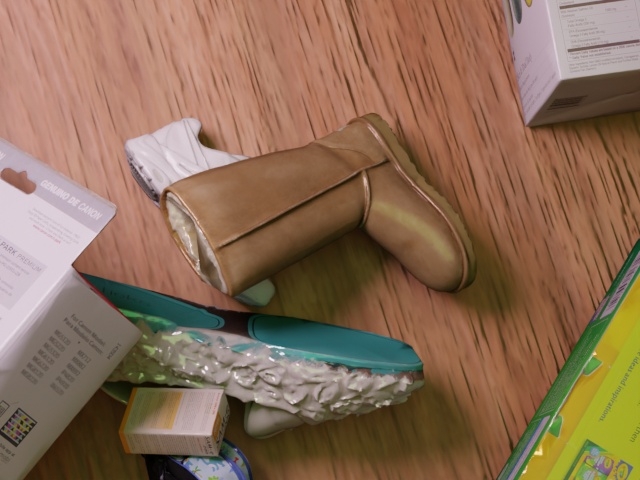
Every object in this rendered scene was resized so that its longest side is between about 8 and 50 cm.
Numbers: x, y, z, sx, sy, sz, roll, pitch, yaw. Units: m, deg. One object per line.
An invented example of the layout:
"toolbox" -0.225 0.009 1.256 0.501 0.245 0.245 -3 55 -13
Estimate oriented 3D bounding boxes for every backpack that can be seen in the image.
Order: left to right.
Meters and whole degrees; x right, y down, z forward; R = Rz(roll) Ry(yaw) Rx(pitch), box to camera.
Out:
"backpack" -0.116 0.252 1.714 0.084 0.105 0.114 -28 38 -32

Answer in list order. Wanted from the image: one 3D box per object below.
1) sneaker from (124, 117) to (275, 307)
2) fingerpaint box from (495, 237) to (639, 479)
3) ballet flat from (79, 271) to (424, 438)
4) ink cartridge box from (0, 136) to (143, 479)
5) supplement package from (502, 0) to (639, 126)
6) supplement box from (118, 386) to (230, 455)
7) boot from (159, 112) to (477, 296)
"sneaker" -0.105 -0.038 1.795 0.115 0.090 0.232 -34 85 -13
"fingerpaint box" 0.396 0.262 1.740 0.371 0.163 0.445 31 79 2
"ballet flat" -0.099 0.133 1.759 0.409 0.147 0.147 13 79 1
"ink cartridge box" -0.332 0.054 1.652 0.309 0.130 0.272 29 75 44
"supplement package" 0.308 -0.283 1.813 0.198 0.199 0.262 -8 80 -5
"supplement box" -0.146 0.183 1.689 0.098 0.036 0.062 1 43 13
"boot" 0.000 0.000 1.748 0.269 0.089 0.236 -25 70 -34
